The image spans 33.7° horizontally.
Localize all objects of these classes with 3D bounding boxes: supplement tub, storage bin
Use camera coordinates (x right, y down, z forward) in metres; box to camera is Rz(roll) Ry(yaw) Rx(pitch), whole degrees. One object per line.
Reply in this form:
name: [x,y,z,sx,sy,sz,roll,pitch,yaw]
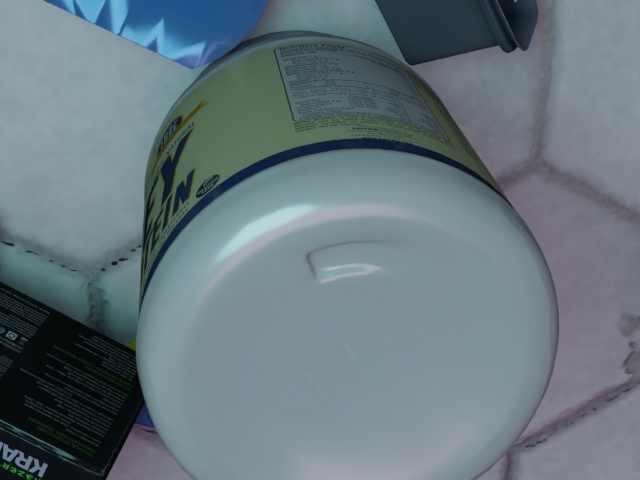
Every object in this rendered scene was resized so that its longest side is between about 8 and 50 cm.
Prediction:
supplement tub: [0.000,0.000,0.702,0.236,0.325,0.235,-3,117,-7]
storage bin: [0.087,-0.196,0.756,0.091,0.098,0.135,-13,122,30]

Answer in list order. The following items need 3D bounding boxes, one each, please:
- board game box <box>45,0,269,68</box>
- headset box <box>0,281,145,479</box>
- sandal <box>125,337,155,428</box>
board game box: [-0.114,-0.202,0.744,0.169,0.033,0.133,24,88,-7]
headset box: [-0.296,0.169,0.802,0.246,0.131,0.283,29,121,-4]
sandal: [-0.026,0.159,0.896,0.318,0.126,0.138,13,118,-12]
